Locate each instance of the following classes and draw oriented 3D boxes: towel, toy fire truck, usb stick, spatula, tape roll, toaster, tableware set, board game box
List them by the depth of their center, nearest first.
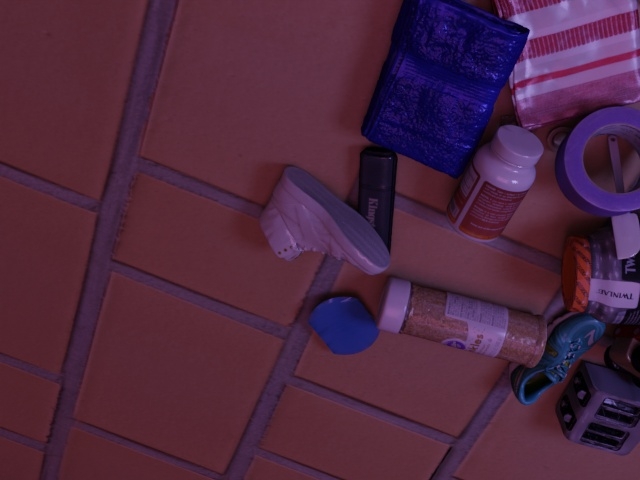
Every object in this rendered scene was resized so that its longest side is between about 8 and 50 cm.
[{"bbox_3d":[0.435,-0.371,1.204,0.236,0.037,0.329,-14,114,11],"label":"towel"},{"bbox_3d":[0.529,-0.140,1.242,0.188,0.080,0.189,-1,85,7],"label":"tape roll"},{"bbox_3d":[0.211,-0.280,1.250,0.227,0.076,0.308,26,126,10],"label":"towel"},{"bbox_3d":[0.623,-0.088,1.277,0.168,0.019,0.242,-5,77,12],"label":"spatula"},{"bbox_3d":[0.432,-0.236,1.303,0.168,0.020,0.141,10,120,3],"label":"tableware set"},{"bbox_3d":[0.115,-0.064,1.436,0.077,0.045,0.278,6,120,8],"label":"usb stick"},{"bbox_3d":[0.759,0.201,1.443,0.217,0.158,0.246,32,76,-9],"label":"toy fire truck"},{"bbox_3d":[0.653,0.384,1.564,0.185,0.110,0.168,16,121,0],"label":"toaster"},{"bbox_3d":[0.057,0.190,1.598,0.133,0.033,0.169,-29,116,17],"label":"board game box"}]

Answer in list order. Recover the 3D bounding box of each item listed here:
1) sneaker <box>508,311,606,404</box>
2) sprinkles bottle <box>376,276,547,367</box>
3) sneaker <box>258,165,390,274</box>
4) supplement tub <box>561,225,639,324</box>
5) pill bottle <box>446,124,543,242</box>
[{"bbox_3d":[0.529,0.263,1.516,0.107,0.110,0.275,31,119,-8],"label":"sneaker"},{"bbox_3d":[0.304,0.177,1.498,0.355,0.121,0.121,14,120,1],"label":"sprinkles bottle"},{"bbox_3d":[0.000,0.000,1.435,0.292,0.108,0.169,44,123,13],"label":"sneaker"},{"bbox_3d":[0.647,0.070,1.340,0.315,0.194,0.194,1,119,8],"label":"supplement tub"},{"bbox_3d":[0.332,-0.108,1.307,0.121,0.121,0.216,19,135,-2],"label":"pill bottle"}]
